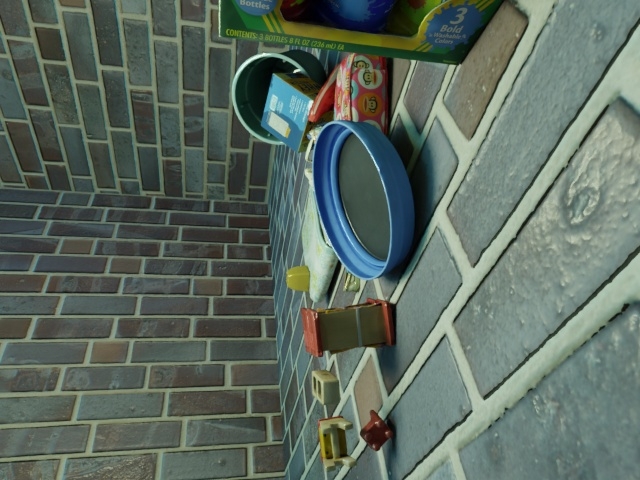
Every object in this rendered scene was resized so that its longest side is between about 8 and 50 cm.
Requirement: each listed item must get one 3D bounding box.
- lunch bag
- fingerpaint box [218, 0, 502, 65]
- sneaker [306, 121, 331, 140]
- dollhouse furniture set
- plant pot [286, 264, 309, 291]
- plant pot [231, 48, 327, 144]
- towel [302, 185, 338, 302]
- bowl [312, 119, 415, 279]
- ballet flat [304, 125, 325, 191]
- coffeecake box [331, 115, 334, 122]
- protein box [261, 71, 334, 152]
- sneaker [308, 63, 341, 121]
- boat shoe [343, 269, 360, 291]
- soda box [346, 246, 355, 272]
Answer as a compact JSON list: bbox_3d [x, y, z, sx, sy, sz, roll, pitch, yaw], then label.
[{"bbox_3d":[0.099,-0.364,1.279,0.258,0.120,0.293,-177,88,-78],"label":"lunch bag"},{"bbox_3d":[0.080,-0.462,0.648,0.371,0.444,0.163,121,148,-64],"label":"fingerpaint box"},{"bbox_3d":[0.041,-0.311,1.444,0.083,0.221,0.087,-34,65,29],"label":"sneaker"},{"bbox_3d":[0.075,0.340,1.120,0.152,0.201,0.375,156,109,-76],"label":"dollhouse furniture set"},{"bbox_3d":[-0.090,0.148,1.755,0.081,0.083,0.081,-115,27,-67],"label":"plant pot"},{"bbox_3d":[-0.133,-0.607,1.819,0.334,0.340,0.341,-64,-12,-55],"label":"plant pot"},{"bbox_3d":[0.000,0.000,1.747,0.321,0.090,0.375,101,165,-47],"label":"towel"},{"bbox_3d":[0.096,-0.099,1.103,0.391,0.077,0.391,50,149,47],"label":"bowl"},{"bbox_3d":[-0.010,-0.234,1.379,0.091,0.077,0.241,-109,21,-61],"label":"ballet flat"},{"bbox_3d":[0.034,-0.406,1.695,0.142,0.068,0.186,163,108,-76],"label":"coffeecake box"},{"bbox_3d":[-0.076,-0.448,1.570,0.201,0.136,0.200,40,130,24],"label":"protein box"},{"bbox_3d":[0.058,-0.440,1.411,0.221,0.128,0.087,-62,9,-14],"label":"sneaker"},{"bbox_3d":[0.091,0.083,1.396,0.056,0.048,0.153,135,136,-72],"label":"boat shoe"},{"bbox_3d":[0.100,-0.004,1.333,0.210,0.067,0.071,-100,17,-44],"label":"soda box"}]
